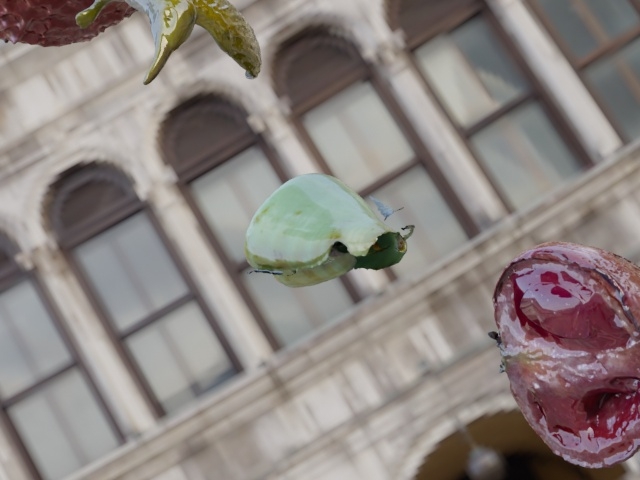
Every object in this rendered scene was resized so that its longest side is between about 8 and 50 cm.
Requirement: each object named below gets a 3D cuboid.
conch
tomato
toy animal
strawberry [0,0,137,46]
[{"bbox_3d":[0.000,0.000,1.306,0.106,0.079,0.170,-37,20,-15],"label":"conch"},{"bbox_3d":[0.229,0.081,1.422,0.099,0.189,0.173,-27,22,-35],"label":"tomato"},{"bbox_3d":[-0.107,-0.147,1.064,0.095,0.155,0.219,4,-39,24],"label":"toy animal"},{"bbox_3d":[-0.212,-0.288,1.447,0.238,0.250,0.288,-36,22,-28],"label":"strawberry"}]
